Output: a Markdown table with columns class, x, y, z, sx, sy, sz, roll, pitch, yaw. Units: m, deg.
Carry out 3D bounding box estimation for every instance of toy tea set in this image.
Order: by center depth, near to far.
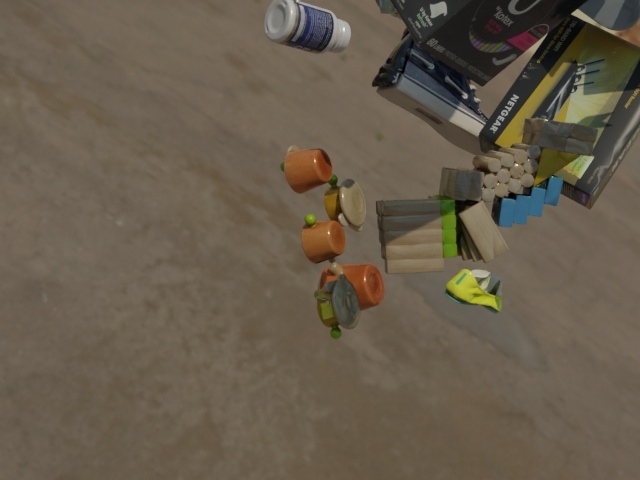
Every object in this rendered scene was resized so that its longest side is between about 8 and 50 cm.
| class | x | y | z | sx | sy | sz | roll | pitch | yaw |
| --- | --- | --- | --- | --- | --- | --- | --- | --- | --- |
| toy tea set | 0.000 | 0.000 | 1.951 | 0.200 | 0.124 | 0.336 | -9 | 87 | -61 |

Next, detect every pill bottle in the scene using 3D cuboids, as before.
| class | x | y | z | sx | sy | sz | roll | pitch | yaw |
| --- | --- | --- | --- | --- | --- | --- | --- | --- | --- |
| pill bottle | -0.023 | -0.434 | 2.312 | 0.169 | 0.094 | 0.094 | 8 | 31 | -39 |

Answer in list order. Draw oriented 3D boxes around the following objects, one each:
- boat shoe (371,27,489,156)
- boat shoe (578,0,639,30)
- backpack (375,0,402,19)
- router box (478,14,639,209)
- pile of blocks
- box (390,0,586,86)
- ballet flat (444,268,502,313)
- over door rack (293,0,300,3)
| class | x | y | z | sx | sy | sz | roll | pitch | yaw |
| --- | --- | --- | --- | --- | --- | --- | --- | --- | --- |
| boat shoe | 0.273 | -0.293 | 2.234 | 0.340 | 0.158 | 0.127 | 30 | -11 | -28 |
| boat shoe | 0.454 | -0.497 | 2.065 | 0.306 | 0.113 | 0.105 | 29 | 23 | -4 |
| backpack | 0.141 | -0.393 | 1.704 | 0.115 | 0.152 | 0.182 | 4 | 31 | -7 |
| router box | 0.483 | -0.248 | 2.131 | 0.243 | 0.309 | 0.081 | 31 | -11 | 20 |
| pile of blocks | 0.238 | -0.062 | 1.656 | 0.149 | 0.362 | 0.112 | 63 | -3 | -10 |
| box | 0.219 | -0.329 | 1.278 | 0.165 | 0.270 | 0.143 | 16 | 41 | -53 |
| ballet flat | 0.328 | 0.099 | 2.295 | 0.077 | 0.077 | 0.231 | 36 | 9 | 31 |
| over door rack | -0.125 | -0.445 | 1.473 | 0.239 | 0.108 | 0.324 | 55 | 6 | 13 |
